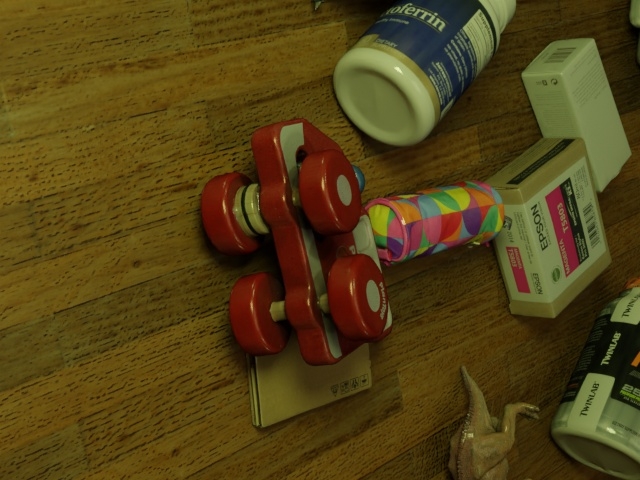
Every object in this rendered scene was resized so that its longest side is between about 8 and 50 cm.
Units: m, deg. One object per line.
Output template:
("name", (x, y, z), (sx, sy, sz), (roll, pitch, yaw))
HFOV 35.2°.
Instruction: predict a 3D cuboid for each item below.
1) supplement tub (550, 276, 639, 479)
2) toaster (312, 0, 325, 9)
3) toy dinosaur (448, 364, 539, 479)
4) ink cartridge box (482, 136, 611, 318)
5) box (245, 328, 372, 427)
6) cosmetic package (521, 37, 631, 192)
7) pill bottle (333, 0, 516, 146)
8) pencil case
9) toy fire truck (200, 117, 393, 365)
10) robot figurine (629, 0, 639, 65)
("supplement tub", (0.536, 0.232, 1.725), (0.193, 0.193, 0.316), (45, 64, -35))
("toaster", (0.073, -0.402, 1.292), (0.168, 0.110, 0.186), (-21, 111, -42))
("toy dinosaur", (0.232, 0.346, 1.510), (0.200, 0.127, 0.296), (-13, 97, -34))
("ink cartridge box", (0.364, -0.022, 1.620), (0.193, 0.088, 0.235), (-36, 117, -36))
("box", (-0.014, 0.140, 1.331), (0.201, 0.021, 0.165), (-13, 101, -41))
("cosmetic package", (0.424, -0.205, 1.665), (0.117, 0.085, 0.231), (-43, 122, -31))
("pill bottle", (0.147, -0.262, 1.359), (0.265, 0.153, 0.153), (-50, 123, -29))
("pencil case", (0.164, -0.024, 1.431), (0.236, 0.104, 0.105), (-9, 99, -40))
("toy fire truck", (0.000, 0.000, 1.249), (0.254, 0.169, 0.302), (-23, 100, -65))
("robot figurine", (0.679, -0.416, 1.801), (0.299, 0.199, 0.354), (8, 87, -26))
